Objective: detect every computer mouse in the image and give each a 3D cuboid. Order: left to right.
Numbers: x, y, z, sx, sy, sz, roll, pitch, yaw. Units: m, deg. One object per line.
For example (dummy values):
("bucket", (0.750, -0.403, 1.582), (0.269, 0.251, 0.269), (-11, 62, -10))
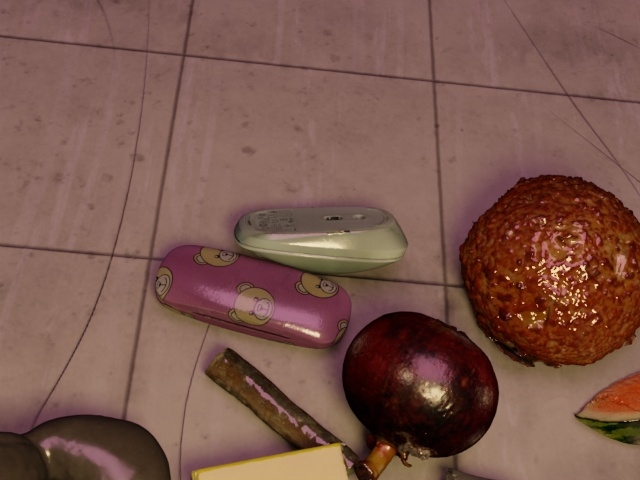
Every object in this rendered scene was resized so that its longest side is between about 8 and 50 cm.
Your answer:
("computer mouse", (0.001, 0.006, 1.677), (0.289, 0.097, 0.159), (-3, 21, -5))

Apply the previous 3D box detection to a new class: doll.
("doll", (-0.344, 0.387, 1.255), (0.379, 0.252, 0.382), (-16, 63, -19))

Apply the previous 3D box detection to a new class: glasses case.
("glasses case", (-0.107, 0.089, 1.616), (0.317, 0.075, 0.123), (14, 52, 3))

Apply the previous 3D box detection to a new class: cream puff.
("cream puff", (0.396, 0.032, 1.640), (0.351, 0.228, 0.350), (6, 52, -7))

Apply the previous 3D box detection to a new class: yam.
("yam", (-0.058, 0.259, 1.508), (0.274, 0.061, 0.061), (37, 57, 18))

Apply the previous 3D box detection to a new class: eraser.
("eraser", (-0.063, 0.376, 1.384), (0.226, 0.069, 0.158), (-8, 72, -10))

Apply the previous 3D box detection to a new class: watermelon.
("watermelon", (0.524, 0.254, 1.597), (0.245, 0.063, 0.119), (-25, 41, -18))

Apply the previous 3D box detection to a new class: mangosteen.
("mangosteen", (0.129, 0.239, 1.457), (0.236, 0.235, 0.261), (28, 81, 14))

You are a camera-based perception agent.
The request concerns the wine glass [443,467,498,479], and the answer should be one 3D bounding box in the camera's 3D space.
("wine glass", (0.272, 0.398, 1.421), (0.222, 0.103, 0.103), (19, 53, 7))
